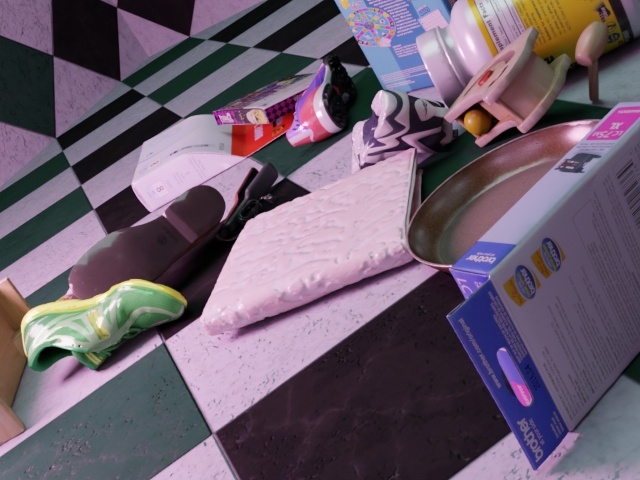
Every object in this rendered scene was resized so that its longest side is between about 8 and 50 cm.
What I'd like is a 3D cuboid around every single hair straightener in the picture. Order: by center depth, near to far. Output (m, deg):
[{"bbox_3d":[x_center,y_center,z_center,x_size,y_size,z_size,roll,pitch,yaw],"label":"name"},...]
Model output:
[{"bbox_3d":[-0.131,-0.073,1.818,0.089,0.047,0.230,-17,26,35],"label":"hair straightener"}]

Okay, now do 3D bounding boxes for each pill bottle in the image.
[{"bbox_3d":[0.333,-0.342,1.583,0.334,0.188,0.188,-26,22,16],"label":"pill bottle"}]

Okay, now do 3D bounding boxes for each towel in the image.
[{"bbox_3d":[0.000,0.000,1.476,0.332,0.053,0.317,-23,22,20],"label":"towel"}]

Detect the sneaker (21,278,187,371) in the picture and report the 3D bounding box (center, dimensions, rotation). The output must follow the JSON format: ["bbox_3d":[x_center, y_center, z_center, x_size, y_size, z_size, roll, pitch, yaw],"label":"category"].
[{"bbox_3d":[-0.344,0.147,1.589,0.296,0.109,0.123,-16,60,16],"label":"sneaker"}]

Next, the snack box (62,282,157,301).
[{"bbox_3d":[-0.367,0.103,1.710,0.178,0.022,0.064,-1,44,24],"label":"snack box"}]

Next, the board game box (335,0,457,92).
[{"bbox_3d":[0.156,-0.450,1.857,0.254,0.336,0.079,-4,34,50],"label":"board game box"}]

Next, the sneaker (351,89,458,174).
[{"bbox_3d":[0.142,-0.167,1.616,0.235,0.153,0.094,118,154,-60],"label":"sneaker"}]

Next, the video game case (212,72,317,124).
[{"bbox_3d":[-0.098,-0.326,2.258,0.232,0.041,0.210,-32,23,-33],"label":"video game case"}]

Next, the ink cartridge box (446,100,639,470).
[{"bbox_3d":[0.236,0.034,0.894,0.311,0.185,0.065,-43,26,-25],"label":"ink cartridge box"}]

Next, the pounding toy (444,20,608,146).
[{"bbox_3d":[0.305,-0.196,1.413,0.154,0.155,0.269,-56,9,-27],"label":"pounding toy"}]

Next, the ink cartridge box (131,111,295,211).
[{"bbox_3d":[-0.247,-0.241,2.291,0.385,0.091,0.308,-30,21,8],"label":"ink cartridge box"}]

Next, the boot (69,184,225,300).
[{"bbox_3d":[-0.298,0.024,1.720,0.305,0.112,0.115,-34,-11,-23],"label":"boot"}]

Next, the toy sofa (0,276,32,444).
[{"bbox_3d":[-0.588,0.221,1.658,0.177,0.150,0.362,-29,21,4],"label":"toy sofa"}]

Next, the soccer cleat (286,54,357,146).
[{"bbox_3d":[-0.001,-0.296,2.061,0.116,0.108,0.318,-28,24,21],"label":"soccer cleat"}]

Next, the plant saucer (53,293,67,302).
[{"bbox_3d":[-0.424,0.115,1.810,0.188,0.045,0.188,-35,21,-7],"label":"plant saucer"}]

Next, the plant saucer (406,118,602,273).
[{"bbox_3d":[0.256,-0.048,1.236,0.311,0.050,0.310,-28,21,12],"label":"plant saucer"}]
